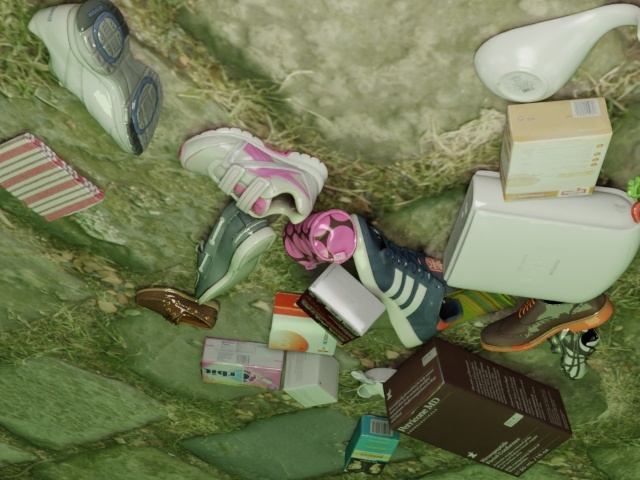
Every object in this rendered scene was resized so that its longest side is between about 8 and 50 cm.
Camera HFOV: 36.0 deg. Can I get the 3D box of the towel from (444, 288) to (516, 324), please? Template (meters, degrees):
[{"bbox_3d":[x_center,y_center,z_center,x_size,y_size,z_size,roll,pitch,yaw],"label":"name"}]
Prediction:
[{"bbox_3d":[0.269,0.141,1.989,0.237,0.021,0.102,-23,135,35],"label":"towel"}]

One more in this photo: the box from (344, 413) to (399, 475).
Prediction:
[{"bbox_3d":[0.130,0.528,2.529,0.101,0.060,0.244,9,145,-4],"label":"box"}]

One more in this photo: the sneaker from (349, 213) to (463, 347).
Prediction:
[{"bbox_3d":[0.161,0.054,1.809,0.148,0.131,0.350,-24,136,12],"label":"sneaker"}]

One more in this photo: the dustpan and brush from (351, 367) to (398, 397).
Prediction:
[{"bbox_3d":[0.127,0.322,2.233,0.147,0.060,0.211,-16,140,28],"label":"dustpan and brush"}]

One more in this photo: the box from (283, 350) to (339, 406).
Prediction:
[{"bbox_3d":[-0.018,0.301,2.190,0.087,0.101,0.102,-15,142,26],"label":"box"}]

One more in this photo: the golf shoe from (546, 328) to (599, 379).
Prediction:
[{"bbox_3d":[0.533,0.226,2.025,0.094,0.077,0.198,-13,142,25],"label":"golf shoe"}]

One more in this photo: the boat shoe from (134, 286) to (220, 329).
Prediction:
[{"bbox_3d":[-0.297,0.142,2.038,0.178,0.060,0.064,13,145,-10],"label":"boat shoe"}]

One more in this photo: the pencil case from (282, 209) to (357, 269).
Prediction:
[{"bbox_3d":[0.000,0.000,1.694,0.095,0.098,0.209,-4,179,-13],"label":"pencil case"}]

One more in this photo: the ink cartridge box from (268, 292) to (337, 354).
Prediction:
[{"bbox_3d":[-0.031,0.177,2.066,0.146,0.045,0.179,7,148,-3],"label":"ink cartridge box"}]

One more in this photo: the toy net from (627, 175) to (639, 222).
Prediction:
[{"bbox_3d":[0.565,-0.047,1.594,0.045,0.122,0.232,24,157,46],"label":"toy net"}]

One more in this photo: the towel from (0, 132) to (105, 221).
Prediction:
[{"bbox_3d":[-0.495,-0.111,1.737,0.144,0.029,0.197,-17,137,30],"label":"towel"}]

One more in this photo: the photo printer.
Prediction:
[{"bbox_3d":[0.385,0.002,1.697,0.308,0.107,0.256,8,145,-3],"label":"photo printer"}]

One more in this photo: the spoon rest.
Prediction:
[{"bbox_3d":[0.340,-0.262,1.369,0.276,0.084,0.137,-11,143,44],"label":"spoon rest"}]

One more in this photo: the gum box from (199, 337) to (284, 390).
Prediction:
[{"bbox_3d":[-0.179,0.278,2.214,0.189,0.062,0.107,7,145,-2],"label":"gum box"}]

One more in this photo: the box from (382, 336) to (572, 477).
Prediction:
[{"bbox_3d":[0.348,0.372,2.175,0.381,0.143,0.191,25,125,-24],"label":"box"}]

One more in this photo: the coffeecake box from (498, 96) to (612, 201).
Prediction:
[{"bbox_3d":[0.353,-0.135,1.502,0.142,0.068,0.185,-5,154,3],"label":"coffeecake box"}]

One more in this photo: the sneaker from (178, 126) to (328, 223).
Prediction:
[{"bbox_3d":[-0.111,-0.102,1.616,0.252,0.111,0.103,14,144,-12],"label":"sneaker"}]

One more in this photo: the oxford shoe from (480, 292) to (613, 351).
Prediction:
[{"bbox_3d":[0.423,0.138,1.919,0.271,0.097,0.098,-24,118,26],"label":"oxford shoe"}]

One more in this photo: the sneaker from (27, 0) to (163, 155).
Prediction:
[{"bbox_3d":[-0.328,-0.245,1.475,0.129,0.111,0.297,10,144,22],"label":"sneaker"}]

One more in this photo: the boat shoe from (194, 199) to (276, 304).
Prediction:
[{"bbox_3d":[-0.178,0.024,1.851,0.099,0.116,0.319,54,148,7],"label":"boat shoe"}]

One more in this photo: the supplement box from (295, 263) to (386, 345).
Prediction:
[{"bbox_3d":[0.033,0.120,1.829,0.130,0.073,0.239,42,168,2],"label":"supplement box"}]
